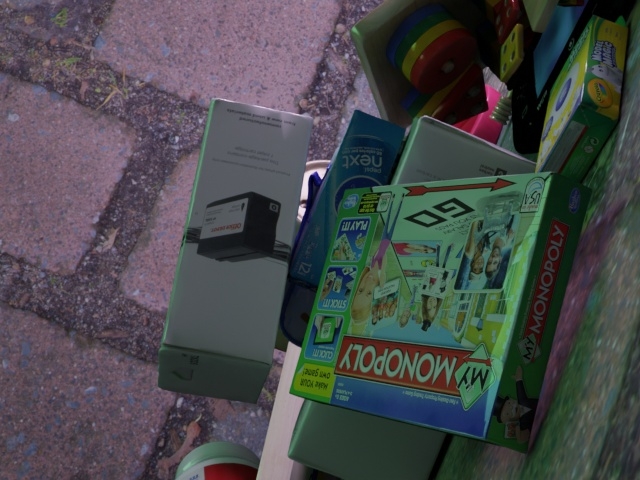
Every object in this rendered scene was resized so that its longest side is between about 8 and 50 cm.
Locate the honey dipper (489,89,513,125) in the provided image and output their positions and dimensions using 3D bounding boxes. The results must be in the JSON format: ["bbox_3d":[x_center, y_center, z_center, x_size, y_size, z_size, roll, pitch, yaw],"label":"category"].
[{"bbox_3d":[0.302,-0.250,1.713,0.030,0.030,0.160,-69,5,-78],"label":"honey dipper"}]

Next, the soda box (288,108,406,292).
[{"bbox_3d":[0.031,-0.040,1.331,0.071,0.067,0.210,105,-174,-80],"label":"soda box"}]

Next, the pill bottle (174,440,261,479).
[{"bbox_3d":[-0.160,0.518,1.953,0.407,0.229,0.229,-113,43,-69],"label":"pill bottle"}]

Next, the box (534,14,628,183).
[{"bbox_3d":[0.250,-0.136,1.087,0.179,0.043,0.105,-66,-1,-47],"label":"box"}]

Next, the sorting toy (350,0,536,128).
[{"bbox_3d":[0.184,-0.242,1.397,0.255,0.089,0.257,-38,-23,-2],"label":"sorting toy"}]

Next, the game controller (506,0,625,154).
[{"bbox_3d":[0.279,-0.243,1.232,0.166,0.067,0.319,-68,0,-49],"label":"game controller"}]

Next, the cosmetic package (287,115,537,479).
[{"bbox_3d":[0.105,0.068,1.263,0.217,0.156,0.385,-59,-8,-84],"label":"cosmetic package"}]

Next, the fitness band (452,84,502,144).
[{"bbox_3d":[0.215,-0.134,1.911,0.291,0.054,0.209,-50,14,44],"label":"fitness band"}]

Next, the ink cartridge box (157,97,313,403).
[{"bbox_3d":[-0.102,0.021,1.374,0.223,0.129,0.307,112,169,-69],"label":"ink cartridge box"}]

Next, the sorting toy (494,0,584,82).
[{"bbox_3d":[0.251,-0.291,1.181,0.132,0.046,0.274,-92,17,-50],"label":"sorting toy"}]

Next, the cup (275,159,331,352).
[{"bbox_3d":[0.000,0.000,1.979,0.237,0.331,0.331,104,-175,-48],"label":"cup"}]

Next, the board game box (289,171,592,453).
[{"bbox_3d":[0.090,0.054,0.998,0.317,0.046,0.213,-2,70,61],"label":"board game box"}]

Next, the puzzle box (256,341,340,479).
[{"bbox_3d":[-0.018,0.310,1.760,0.272,0.052,0.409,76,-159,-46],"label":"puzzle box"}]

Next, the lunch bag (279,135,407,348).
[{"bbox_3d":[0.079,0.015,1.465,0.115,0.243,0.303,-70,1,-75],"label":"lunch bag"}]
